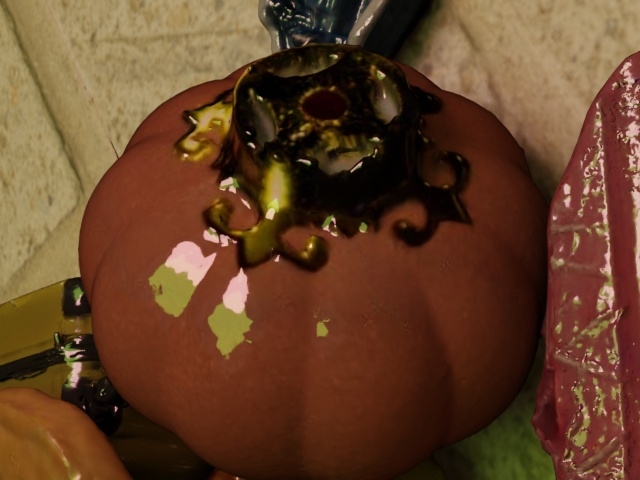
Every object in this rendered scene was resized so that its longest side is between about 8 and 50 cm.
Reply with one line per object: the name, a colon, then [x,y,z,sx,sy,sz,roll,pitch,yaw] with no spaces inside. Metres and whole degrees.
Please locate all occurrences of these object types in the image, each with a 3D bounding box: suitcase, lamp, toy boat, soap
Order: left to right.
suitcase: [-0.160,0.120,1.169,0.235,0.194,0.143,-19,65,42]
lamp: [0.000,0.000,0.966,0.305,0.305,0.239,48,153,34]
toy boat: [0.016,-0.236,1.093,0.129,0.142,0.309,18,96,42]
soap: [0.235,0.033,0.877,0.220,0.127,0.325,-7,80,40]

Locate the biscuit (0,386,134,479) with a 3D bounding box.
biscuit: [-0.207,0.278,1.080,0.365,0.062,0.385,59,139,10]

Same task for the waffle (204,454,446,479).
waffle: [0.014,0.243,1.027,0.213,0.091,0.308,-54,40,22]
